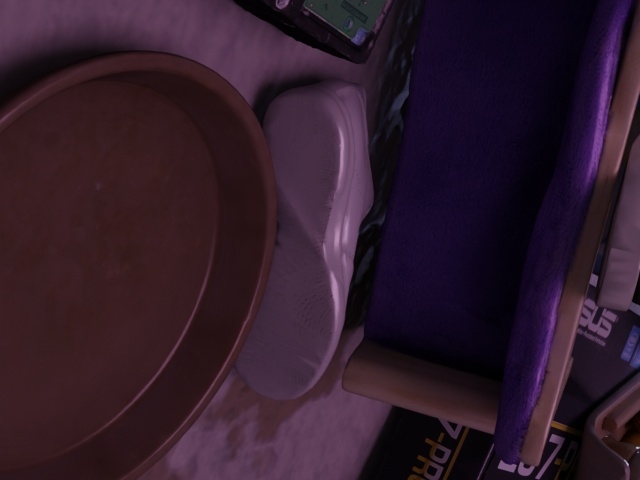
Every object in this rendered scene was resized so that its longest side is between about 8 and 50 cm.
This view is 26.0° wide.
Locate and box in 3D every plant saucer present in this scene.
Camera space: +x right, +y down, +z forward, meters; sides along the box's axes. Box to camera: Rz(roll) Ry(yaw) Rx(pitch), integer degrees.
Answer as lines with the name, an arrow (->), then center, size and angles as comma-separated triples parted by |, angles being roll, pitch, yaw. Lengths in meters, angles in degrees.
plant saucer -> -0.131, 0.026, 0.755 | 0.278, 0.041, 0.278 | -30, 133, -38

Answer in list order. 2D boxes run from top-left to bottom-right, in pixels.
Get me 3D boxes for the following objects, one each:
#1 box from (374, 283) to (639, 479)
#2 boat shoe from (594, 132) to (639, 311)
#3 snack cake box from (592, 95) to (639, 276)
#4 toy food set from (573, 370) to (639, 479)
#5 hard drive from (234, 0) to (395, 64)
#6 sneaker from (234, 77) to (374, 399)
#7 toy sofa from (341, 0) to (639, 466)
box -> 0.190, 0.198, 1.237 | 0.395, 0.097, 0.318 | 27, 86, -57
boat shoe -> 0.247, -0.085, 0.856 | 0.109, 0.091, 0.305 | 80, 27, -64
snack cake box -> 0.261, -0.045, 1.044 | 0.152, 0.089, 0.264 | -61, -170, -3
toy food set -> 0.320, 0.220, 1.261 | 0.306, 0.092, 0.219 | -27, 131, -44
hard drive -> -0.032, -0.252, 0.683 | 0.339, 0.064, 0.237 | 22, 94, -55
sneaker -> 0.000, 0.000, 0.888 | 0.094, 0.080, 0.212 | -32, 137, -60
toy sofa -> 0.117, -0.049, 0.892 | 0.177, 0.150, 0.362 | -47, 150, -63
